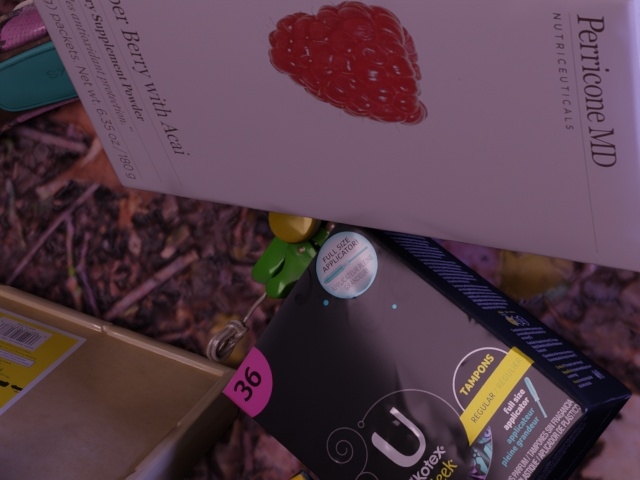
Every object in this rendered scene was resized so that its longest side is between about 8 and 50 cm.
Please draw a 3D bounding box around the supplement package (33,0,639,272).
[{"bbox_3d":[0.036,-0.122,0.698,0.293,0.177,0.175,9,54,24],"label":"supplement package"}]

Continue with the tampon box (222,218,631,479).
[{"bbox_3d":[0.056,0.080,0.761,0.161,0.101,0.120,38,103,20],"label":"tampon box"}]

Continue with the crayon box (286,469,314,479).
[{"bbox_3d":[-0.076,0.347,0.731,0.363,0.106,0.313,-32,79,-5],"label":"crayon box"}]

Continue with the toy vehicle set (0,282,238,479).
[{"bbox_3d":[-0.200,0.086,0.829,0.267,0.166,0.035,18,121,19],"label":"toy vehicle set"}]

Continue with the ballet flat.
[{"bbox_3d":[-0.212,-0.106,0.903,0.221,0.077,0.079,-19,43,12],"label":"ballet flat"}]

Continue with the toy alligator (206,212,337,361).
[{"bbox_3d":[0.000,0.000,0.812,0.051,0.056,0.190,33,102,21],"label":"toy alligator"}]
